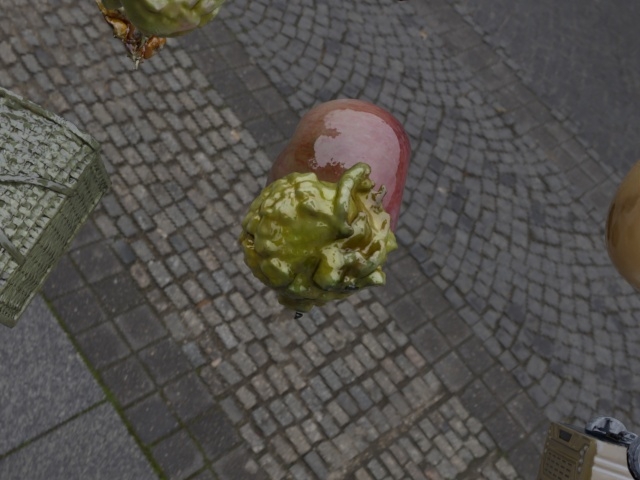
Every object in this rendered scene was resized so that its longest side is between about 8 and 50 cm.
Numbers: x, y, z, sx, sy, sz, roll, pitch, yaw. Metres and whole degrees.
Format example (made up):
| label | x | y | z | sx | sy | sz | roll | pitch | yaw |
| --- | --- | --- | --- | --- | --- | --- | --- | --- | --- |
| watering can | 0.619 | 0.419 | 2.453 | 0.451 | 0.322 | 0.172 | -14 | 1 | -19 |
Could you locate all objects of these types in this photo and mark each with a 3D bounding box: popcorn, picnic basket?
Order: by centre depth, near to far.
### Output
| label | x | y | z | sx | sy | sz | roll | pitch | yaw |
| --- | --- | --- | --- | --- | --- | --- | --- | --- | --- |
| picnic basket | -0.322 | -0.034 | 0.791 | 0.134 | 0.154 | 0.196 | 30 | 74 | 2 |
| popcorn | -0.191 | -0.352 | 1.004 | 0.185 | 0.187 | 0.167 | 44 | 53 | -1 |
| popcorn | 0.001 | 0.000 | 1.057 | 0.218 | 0.189 | 0.170 | 36 | 44 | -52 |

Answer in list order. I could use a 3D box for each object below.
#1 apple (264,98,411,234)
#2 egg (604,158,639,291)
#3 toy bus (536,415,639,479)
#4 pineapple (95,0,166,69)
| label | x | y | z | sx | sy | sz | roll | pitch | yaw |
| --- | --- | --- | --- | --- | --- | --- | --- | --- | --- |
| apple | 0.031 | -0.119 | 1.531 | 0.269 | 0.345 | 0.345 | 12 | 50 | 6 |
| egg | 0.400 | -0.026 | 0.781 | 0.244 | 0.201 | 0.201 | -18 | 64 | -5 |
| toy bus | 0.374 | 0.290 | 0.819 | 0.289 | 0.139 | 0.157 | 19 | 85 | -3 |
| pineapple | -0.326 | -0.511 | 1.319 | 0.208 | 0.286 | 0.344 | -29 | 75 | -7 |
